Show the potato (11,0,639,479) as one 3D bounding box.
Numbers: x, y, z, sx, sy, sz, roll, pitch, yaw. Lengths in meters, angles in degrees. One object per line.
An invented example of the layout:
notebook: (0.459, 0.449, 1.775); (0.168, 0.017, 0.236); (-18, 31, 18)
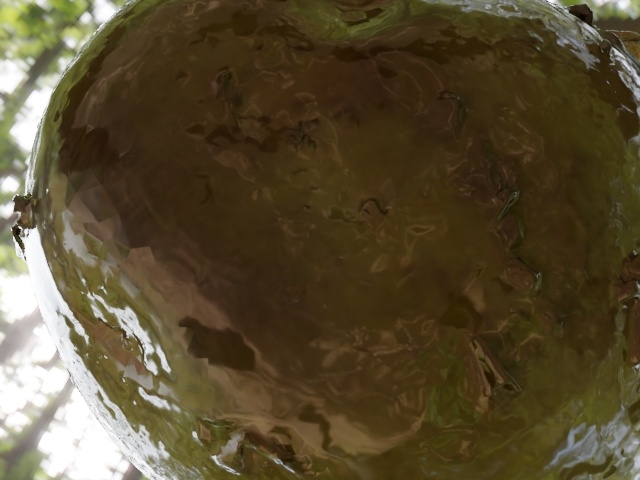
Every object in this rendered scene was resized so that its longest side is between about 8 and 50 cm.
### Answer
potato: (0.000, 0.000, 0.987); (0.442, 0.319, 0.385); (42, -69, 35)

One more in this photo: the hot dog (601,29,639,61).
hot dog: (0.288, -0.199, 1.645); (0.090, 0.030, 0.034); (-5, -144, 12)
